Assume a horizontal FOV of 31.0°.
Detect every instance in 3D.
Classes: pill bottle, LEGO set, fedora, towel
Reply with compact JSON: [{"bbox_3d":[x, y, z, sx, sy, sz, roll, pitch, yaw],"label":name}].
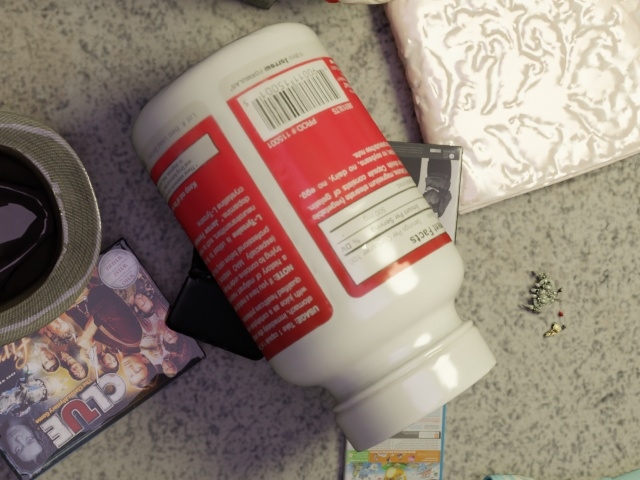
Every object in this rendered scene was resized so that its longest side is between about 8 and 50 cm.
[{"bbox_3d":[0.000,0.000,1.194,0.229,0.229,0.407,-32,85,-9],"label":"pill bottle"},{"bbox_3d":[0.275,0.075,1.388,0.054,0.023,0.083,-39,98,-8],"label":"LEGO set"},{"bbox_3d":[-0.369,-0.008,1.209,0.276,0.124,0.243,-23,95,-9],"label":"fedora"},{"bbox_3d":[0.246,-0.231,1.361,0.317,0.053,0.331,-18,94,-11],"label":"towel"}]

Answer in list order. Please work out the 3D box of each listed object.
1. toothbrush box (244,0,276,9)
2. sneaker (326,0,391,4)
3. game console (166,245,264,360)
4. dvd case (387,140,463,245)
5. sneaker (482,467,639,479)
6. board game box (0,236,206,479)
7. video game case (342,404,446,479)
[{"bbox_3d":[-0.049,-0.418,1.216,0.126,0.216,0.295,19,88,-11],"label":"toothbrush box"},{"bbox_3d":[0.047,-0.380,1.273,0.118,0.107,0.279,-4,59,25],"label":"sneaker"},{"bbox_3d":[-0.101,0.059,1.297,0.122,0.071,0.107,23,42,-21],"label":"game console"},{"bbox_3d":[0.064,0.005,1.316,0.179,0.029,0.238,5,91,7],"label":"dvd case"},{"bbox_3d":[0.263,0.326,1.331,0.366,0.135,0.150,-25,104,-10],"label":"sneaker"},{"bbox_3d":[-0.271,0.132,1.273,0.243,0.042,0.165,-36,98,-8],"label":"board game box"},{"bbox_3d":[0.086,0.252,1.360,0.119,0.015,0.166,3,90,-12],"label":"video game case"}]
